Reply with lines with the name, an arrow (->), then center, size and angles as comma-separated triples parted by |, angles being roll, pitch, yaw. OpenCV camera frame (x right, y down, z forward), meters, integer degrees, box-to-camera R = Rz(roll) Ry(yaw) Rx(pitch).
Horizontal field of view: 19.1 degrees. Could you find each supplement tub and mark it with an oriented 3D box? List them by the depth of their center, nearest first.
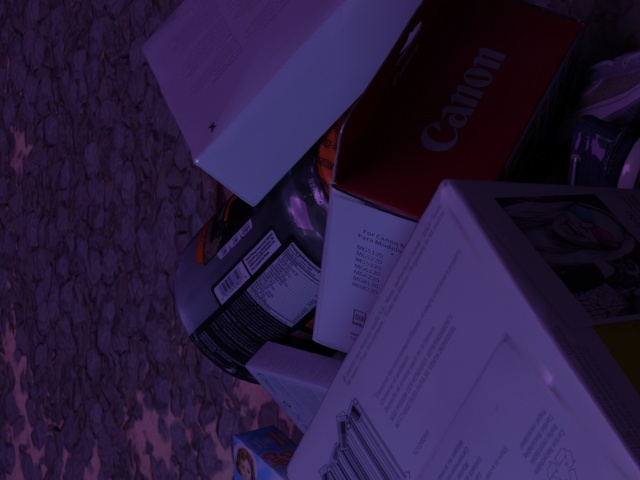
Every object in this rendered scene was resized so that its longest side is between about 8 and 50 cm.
supplement tub -> 0.000, 0.000, 2.032 | 0.338, 0.207, 0.207 | -44, 53, 47

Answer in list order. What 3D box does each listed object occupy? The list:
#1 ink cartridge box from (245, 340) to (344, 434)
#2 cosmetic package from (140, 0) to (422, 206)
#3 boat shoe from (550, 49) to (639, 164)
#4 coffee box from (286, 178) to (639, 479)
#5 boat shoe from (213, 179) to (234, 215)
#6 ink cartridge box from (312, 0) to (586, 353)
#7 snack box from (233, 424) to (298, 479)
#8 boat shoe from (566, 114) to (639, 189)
ink cartridge box -> 0.051, 0.204, 1.962 | 0.045, 0.223, 0.224 | -48, 29, -17
cosmetic package -> -0.006, -0.252, 1.963 | 0.377, 0.097, 0.284 | -46, 30, 11
boat shoe -> 0.314, -0.139, 1.640 | 0.320, 0.118, 0.103 | -26, 49, 61
coffee box -> 0.233, 0.189, 1.542 | 0.338, 0.334, 0.338 | 58, 133, 38
boat shoe -> -0.074, -0.144, 2.240 | 0.123, 0.123, 0.342 | 25, 116, 54
ink cartridge box -> 0.119, -0.077, 1.691 | 0.130, 0.309, 0.272 | 21, 139, 13
snack box -> 0.002, 0.356, 2.113 | 0.322, 0.060, 0.187 | 33, 129, 53
boat shoe -> 0.243, -0.010, 1.690 | 0.079, 0.095, 0.254 | 27, 149, 20
